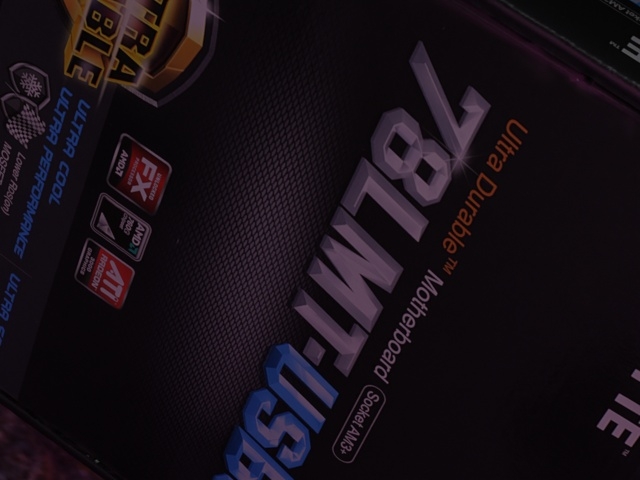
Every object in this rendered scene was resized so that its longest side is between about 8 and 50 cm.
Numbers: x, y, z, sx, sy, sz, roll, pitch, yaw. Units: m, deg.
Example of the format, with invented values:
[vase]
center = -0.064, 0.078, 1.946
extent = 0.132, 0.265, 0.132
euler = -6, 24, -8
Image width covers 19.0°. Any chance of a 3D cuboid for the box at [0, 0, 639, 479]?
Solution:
[box]
center = 0.000, 0.000, 0.668
extent = 0.293, 0.073, 0.295
euler = 36, 134, 10
